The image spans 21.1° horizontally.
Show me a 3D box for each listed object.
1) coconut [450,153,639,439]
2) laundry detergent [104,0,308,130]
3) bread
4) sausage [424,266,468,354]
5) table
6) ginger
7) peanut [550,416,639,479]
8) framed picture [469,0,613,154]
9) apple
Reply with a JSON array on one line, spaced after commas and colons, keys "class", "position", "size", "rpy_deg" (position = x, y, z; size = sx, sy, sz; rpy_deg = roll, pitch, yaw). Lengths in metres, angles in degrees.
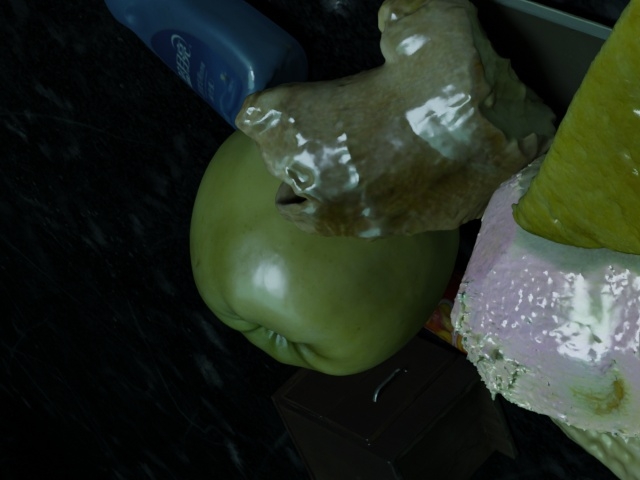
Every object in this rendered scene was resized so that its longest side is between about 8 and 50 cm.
[{"class": "coconut", "position": [0.249, 0.053, 1.376], "size": [0.245, 0.233, 0.233], "rpy_deg": [15, 141, 37]}, {"class": "laundry detergent", "position": [-0.144, -0.229, 1.778], "size": [0.290, 0.094, 0.143], "rpy_deg": [39, 160, 19]}, {"class": "bread", "position": [0.233, -0.127, 1.136], "size": [0.245, 0.233, 0.362], "rpy_deg": [56, 155, -18]}, {"class": "sausage", "position": [0.097, 0.039, 1.816], "size": [0.274, 0.074, 0.074], "rpy_deg": [34, 153, 30]}, {"class": "table", "position": [0.087, 0.211, 1.974], "size": [0.193, 0.169, 0.172], "rpy_deg": [23, 147, 44]}, {"class": "ginger", "position": [0.064, -0.105, 1.475], "size": [0.276, 0.130, 0.221], "rpy_deg": [1, 120, 8]}, {"class": "peanut", "position": [0.294, 0.140, 1.549], "size": [0.313, 0.152, 0.152], "rpy_deg": [39, 155, 29]}, {"class": "framed picture", "position": [0.209, -0.107, 1.475], "size": [0.197, 0.014, 0.252], "rpy_deg": [26, 148, 40]}, {"class": "apple", "position": [0.000, 0.000, 1.690], "size": [0.262, 0.262, 0.262], "rpy_deg": [37, 154, 22]}]
